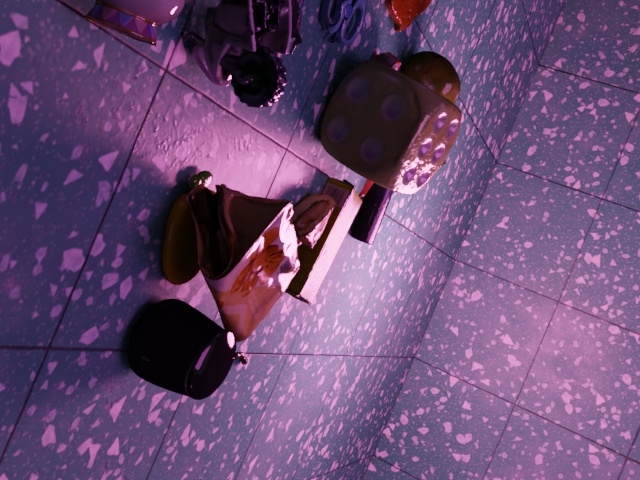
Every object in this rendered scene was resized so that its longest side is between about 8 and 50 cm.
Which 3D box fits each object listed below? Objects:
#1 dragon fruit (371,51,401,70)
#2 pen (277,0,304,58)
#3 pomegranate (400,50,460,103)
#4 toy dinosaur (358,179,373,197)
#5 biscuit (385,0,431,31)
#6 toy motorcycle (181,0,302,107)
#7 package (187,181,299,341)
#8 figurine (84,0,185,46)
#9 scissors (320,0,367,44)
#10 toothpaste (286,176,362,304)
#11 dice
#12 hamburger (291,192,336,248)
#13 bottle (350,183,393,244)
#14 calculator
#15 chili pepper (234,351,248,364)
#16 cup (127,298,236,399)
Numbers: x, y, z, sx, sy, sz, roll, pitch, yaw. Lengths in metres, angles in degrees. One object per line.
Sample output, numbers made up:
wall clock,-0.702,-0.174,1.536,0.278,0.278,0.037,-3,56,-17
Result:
dragon fruit,0.159,-0.447,1.929,0.083,0.060,0.056,-46,171,19
pen,-0.065,-0.424,1.497,0.204,0.025,0.025,-67,157,0
pomegranate,0.296,-0.418,2.101,0.211,0.179,0.179,-65,157,-4
toy dinosaur,0.194,-0.243,2.039,0.070,0.138,0.286,59,41,-77
biscuit,0.228,-0.629,1.929,0.280,0.043,0.183,-34,144,-60
toy motorcycle,-0.133,-0.385,1.236,0.143,0.188,0.327,-14,109,-50
package,-0.170,0.031,1.463,0.221,0.165,0.311,-52,161,-19
figurine,-0.228,-0.406,1.018,0.189,0.142,0.264,-134,-116,-80
scissors,0.104,-0.613,1.681,0.393,0.032,0.180,-63,157,-6
toothpaste,0.000,0.000,1.968,0.328,0.077,0.110,-63,159,-9
dice,0.171,-0.274,1.821,0.254,0.249,0.252,2,121,-60
hamburger,-0.035,-0.037,1.859,0.176,0.087,0.102,-54,166,-43
bottle,0.163,-0.112,2.230,0.082,0.072,0.245,20,93,-45
calculator,-0.248,-0.022,1.459,0.146,0.032,0.235,-24,134,-59
chili pepper,-0.198,0.293,1.882,0.083,0.022,0.027,54,29,-63
cup,-0.256,0.215,1.483,0.223,0.176,0.169,21,89,-66
